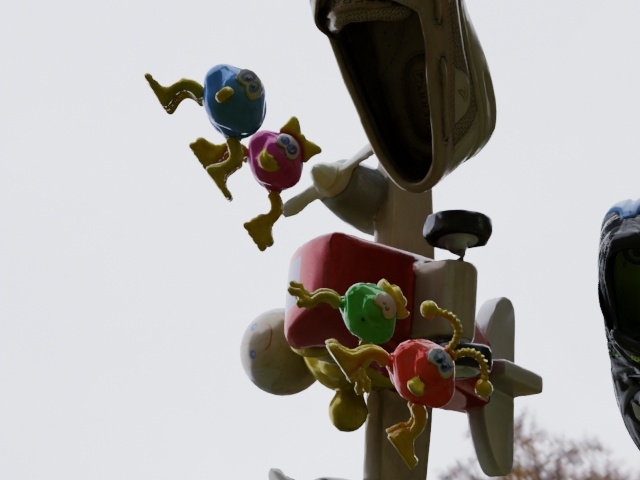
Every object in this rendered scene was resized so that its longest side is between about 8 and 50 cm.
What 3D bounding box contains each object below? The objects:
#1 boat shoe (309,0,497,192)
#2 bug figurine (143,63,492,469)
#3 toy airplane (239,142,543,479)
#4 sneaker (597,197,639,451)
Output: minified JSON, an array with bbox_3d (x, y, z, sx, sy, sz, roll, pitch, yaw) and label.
[{"bbox_3d":[0.049,-0.206,1.000,0.121,0.110,0.341,-13,-73,34],"label":"boat shoe"},{"bbox_3d":[0.000,0.000,0.788,0.072,0.216,0.279,-35,-87,-3],"label":"bug figurine"},{"bbox_3d":[0.061,0.106,1.221,0.272,0.386,0.385,-4,-66,18],"label":"toy airplane"},{"bbox_3d":[0.206,0.069,0.791,0.067,0.078,0.188,-8,-74,25],"label":"sneaker"}]
